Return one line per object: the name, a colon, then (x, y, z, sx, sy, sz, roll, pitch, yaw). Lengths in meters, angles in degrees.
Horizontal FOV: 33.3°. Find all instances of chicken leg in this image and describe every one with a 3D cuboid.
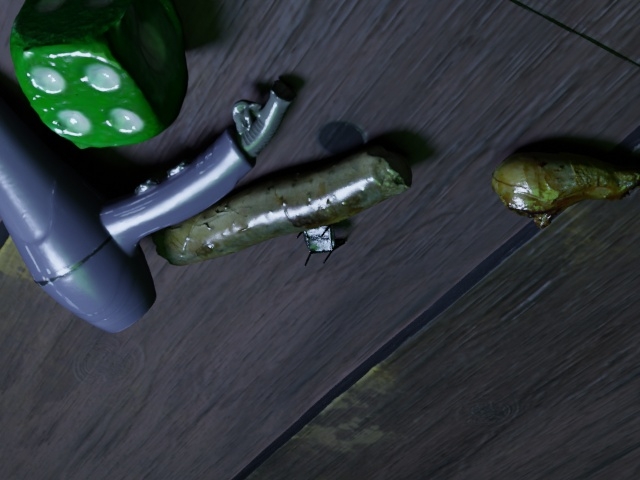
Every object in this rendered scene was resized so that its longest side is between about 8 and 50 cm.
chicken leg: (0.263, -0.055, 1.080, 0.178, 0.070, 0.093, -7, 145, 4)

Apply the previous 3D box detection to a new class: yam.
yam: (-0.047, -0.034, 1.160, 0.317, 0.071, 0.067, -18, 98, 30)

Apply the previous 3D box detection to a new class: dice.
dice: (-0.199, -0.169, 0.978, 0.120, 0.131, 0.128, -4, 140, 16)

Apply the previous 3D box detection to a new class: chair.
chair: (0.000, -0.002, 1.199, 0.037, 0.086, 0.042, -5, 103, 15)

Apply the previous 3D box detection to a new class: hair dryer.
hair dryer: (-0.187, -0.084, 1.110, 0.361, 0.121, 0.301, -26, 113, 18)
